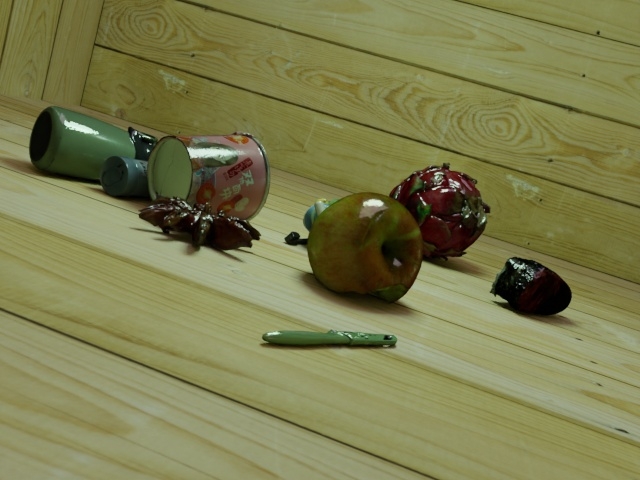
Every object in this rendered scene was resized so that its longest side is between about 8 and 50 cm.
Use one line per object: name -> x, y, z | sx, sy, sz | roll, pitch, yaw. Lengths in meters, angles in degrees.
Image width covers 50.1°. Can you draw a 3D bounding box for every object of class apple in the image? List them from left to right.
apple -> 0.089, 0.021, 1.461 | 0.246, 0.246, 0.226 | 10, -7, -33

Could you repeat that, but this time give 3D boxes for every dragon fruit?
dragon fruit -> 0.370, -0.090, 2.204 | 0.329, 0.330, 0.329 | 16, 10, -3

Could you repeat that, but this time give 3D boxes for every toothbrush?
toothbrush -> 0.000, 0.000, 1.875 | 0.030, 0.031, 0.297 | 51, 24, 25

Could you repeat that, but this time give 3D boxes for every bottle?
bottle -> -0.576, -0.235, 1.822 | 0.346, 0.169, 0.168 | 11, 11, -45

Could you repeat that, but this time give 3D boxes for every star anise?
star anise -> -0.262, -0.041, 1.494 | 0.288, 0.088, 0.288 | 15, 12, -3

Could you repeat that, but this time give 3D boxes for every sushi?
sushi -> 0.564, 0.122, 1.826 | 0.225, 0.136, 0.126 | 15, 17, -39

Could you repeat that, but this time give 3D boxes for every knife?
knife -> 0.022, 0.153, 1.081 | 0.293, 0.020, 0.043 | 9, 11, -41

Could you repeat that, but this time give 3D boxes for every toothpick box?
toothpick box -> -0.472, -0.160, 1.752 | 0.101, 0.101, 0.153 | 22, 10, 27

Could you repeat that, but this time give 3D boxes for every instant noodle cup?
instant noodle cup -> -0.287, -0.162, 1.727 | 0.243, 0.243, 0.231 | 25, 18, 39

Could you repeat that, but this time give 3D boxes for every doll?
doll -> 0.020, -0.022, 1.752 | 0.098, 0.135, 0.241 | 10, 23, -24

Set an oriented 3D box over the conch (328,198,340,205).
conch -> 0.070, -0.088, 2.354 | 0.201, 0.080, 0.095 | 43, 9, 31
